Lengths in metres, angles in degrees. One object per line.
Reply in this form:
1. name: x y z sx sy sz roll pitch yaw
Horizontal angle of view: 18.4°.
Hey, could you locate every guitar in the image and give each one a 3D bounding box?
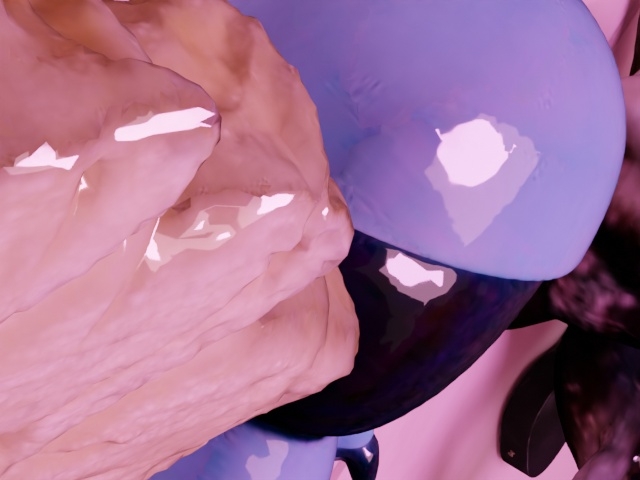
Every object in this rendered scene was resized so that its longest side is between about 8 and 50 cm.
1. guitar: 0.191 0.057 1.295 0.233 0.025 0.088 -47 152 -26

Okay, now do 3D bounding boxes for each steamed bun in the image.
1. steamed bun: -0.130 0.021 0.468 0.295 0.137 0.292 -23 158 -33

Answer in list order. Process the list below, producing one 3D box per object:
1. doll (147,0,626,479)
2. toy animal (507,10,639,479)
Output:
1. doll: 0.000 0.000 0.727 0.177 0.141 0.314 17 118 -35
2. toy animal: 0.188 0.034 1.062 0.302 0.194 0.344 -55 151 -24
